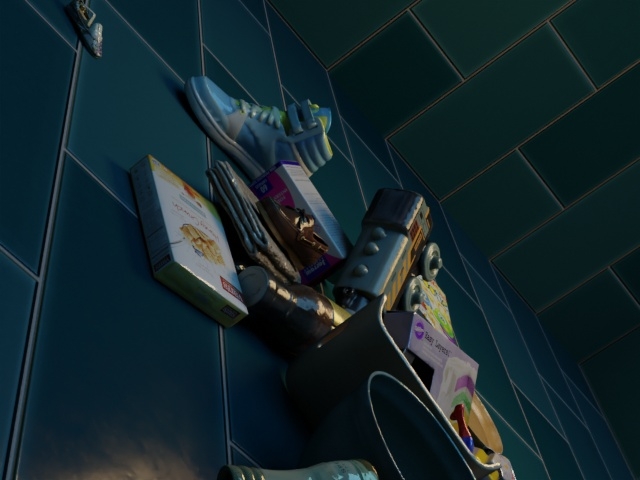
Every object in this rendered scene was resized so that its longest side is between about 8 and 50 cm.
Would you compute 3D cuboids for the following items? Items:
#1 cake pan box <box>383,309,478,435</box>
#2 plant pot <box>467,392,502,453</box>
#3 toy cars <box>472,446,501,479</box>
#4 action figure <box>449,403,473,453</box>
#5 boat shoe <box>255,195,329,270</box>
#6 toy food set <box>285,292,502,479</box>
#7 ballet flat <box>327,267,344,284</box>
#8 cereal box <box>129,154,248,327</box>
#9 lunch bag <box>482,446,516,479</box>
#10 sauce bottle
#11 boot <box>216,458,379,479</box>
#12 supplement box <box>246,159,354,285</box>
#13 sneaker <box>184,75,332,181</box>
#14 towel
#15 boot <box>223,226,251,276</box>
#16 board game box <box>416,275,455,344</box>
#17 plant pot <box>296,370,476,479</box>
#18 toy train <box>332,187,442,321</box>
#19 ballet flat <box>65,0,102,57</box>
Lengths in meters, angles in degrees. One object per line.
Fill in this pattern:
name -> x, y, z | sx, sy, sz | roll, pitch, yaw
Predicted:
cake pan box -> 0.169, 0.276, 1.946 | 0.267, 0.070, 0.246 | 41, 54, -46
plant pot -> 0.323, 0.379, 2.523 | 0.236, 0.032, 0.236 | 50, 14, -18
toy cars -> 0.283, 0.379, 2.283 | 0.176, 0.087, 0.394 | 42, 19, -41
action figure -> 0.213, 0.417, 1.819 | 0.091, 0.139, 0.280 | 2, 50, -17
boat shoe -> -0.045, -0.022, 1.922 | 0.073, 0.073, 0.207 | 62, 4, 30
toy food set -> 0.105, 0.257, 1.700 | 0.306, 0.219, 0.092 | 55, 37, 4
ballet flat -> 0.000, 0.000, 2.289 | 0.203, 0.074, 0.074 | 55, 14, 12
cereal box -> -0.197, 0.000, 1.702 | 0.173, 0.047, 0.240 | 40, 20, -44
lunch bag -> 0.370, 0.481, 2.400 | 0.071, 0.053, 0.083 | 37, 32, -44
sauce bottle -> -0.016, 0.136, 1.838 | 0.344, 0.111, 0.111 | 40, 20, -47
boot -> -0.032, 0.376, 1.260 | 0.203, 0.095, 0.262 | 6, 84, -35
supplement box -> -0.042, -0.030, 2.134 | 0.220, 0.111, 0.114 | 56, 15, 7
sneaker -> -0.102, -0.243, 2.235 | 0.319, 0.208, 0.127 | 47, 18, -26
towel -> -0.113, -0.022, 1.938 | 0.187, 0.049, 0.282 | 61, 3, 19
boot -> -0.146, 0.023, 1.821 | 0.099, 0.045, 0.121 | 61, 8, 14
board game box -> 0.172, 0.160, 2.314 | 0.142, 0.144, 0.275 | 50, 16, -19
plant pot -> 0.072, 0.344, 1.480 | 0.293, 0.196, 0.293 | 50, 15, -19
toy train -> 0.114, 0.062, 2.101 | 0.334, 0.142, 0.190 | -61, 146, -31
ballet flat -> -0.392, -0.364, 1.927 | 0.114, 0.041, 0.041 | 59, 15, 15
